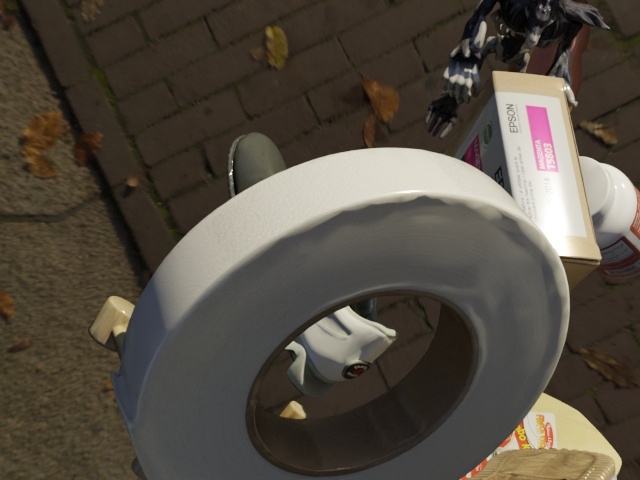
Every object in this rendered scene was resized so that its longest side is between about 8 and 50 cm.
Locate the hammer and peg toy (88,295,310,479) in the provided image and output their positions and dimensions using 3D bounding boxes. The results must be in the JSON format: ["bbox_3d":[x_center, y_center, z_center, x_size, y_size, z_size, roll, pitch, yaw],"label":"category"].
[{"bbox_3d":[-0.171,0.244,1.360,0.361,0.266,0.127,35,102,-16],"label":"hammer and peg toy"}]

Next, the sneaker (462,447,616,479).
[{"bbox_3d":[0.101,0.207,0.538,0.099,0.282,0.153,1,89,28],"label":"sneaker"}]

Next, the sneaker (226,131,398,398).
[{"bbox_3d":[0.000,0.000,1.152,0.146,0.122,0.330,-32,66,24],"label":"sneaker"}]

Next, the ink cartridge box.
[{"bbox_3d":[0.203,-0.034,1.097,0.088,0.193,0.234,5,58,-12],"label":"ink cartridge box"}]

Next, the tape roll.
[{"bbox_3d":[0.025,0.103,0.860,0.392,0.392,0.072,-35,42,3],"label":"tape roll"}]

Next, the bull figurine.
[{"bbox_3d":[0.295,-0.193,1.397,0.101,0.188,0.310,22,89,5],"label":"bull figurine"}]

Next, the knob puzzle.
[{"bbox_3d":[0.228,0.245,1.107,0.213,0.030,0.213,-2,44,1],"label":"knob puzzle"}]

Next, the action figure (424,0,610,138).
[{"bbox_3d":[0.219,-0.199,1.152,0.164,0.275,0.140,14,63,-5],"label":"action figure"}]

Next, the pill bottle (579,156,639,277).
[{"bbox_3d":[0.378,-0.033,1.364,0.121,0.216,0.121,-13,65,30],"label":"pill bottle"}]
